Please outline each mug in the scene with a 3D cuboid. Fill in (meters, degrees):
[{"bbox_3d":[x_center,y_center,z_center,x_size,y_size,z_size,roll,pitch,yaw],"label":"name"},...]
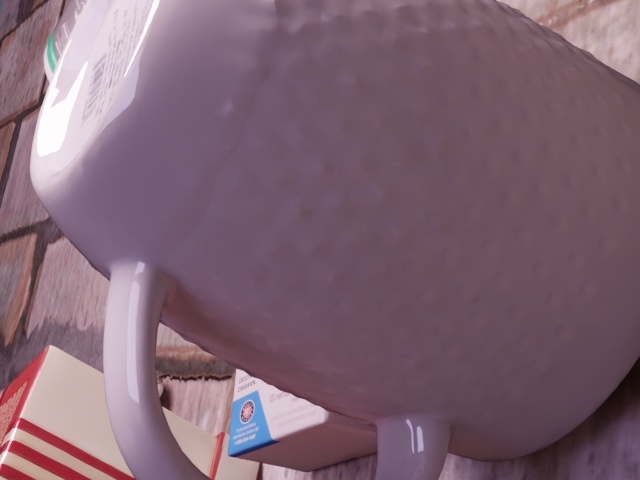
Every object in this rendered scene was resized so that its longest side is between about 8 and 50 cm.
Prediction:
[{"bbox_3d":[0.000,0.000,0.700,0.276,0.328,0.374,-25,47,53],"label":"mug"}]

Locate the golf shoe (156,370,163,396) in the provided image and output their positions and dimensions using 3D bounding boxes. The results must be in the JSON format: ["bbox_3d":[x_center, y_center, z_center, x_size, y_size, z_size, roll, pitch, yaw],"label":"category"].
[{"bbox_3d":[-0.220,0.200,1.306,0.186,0.067,0.086,-37,71,47],"label":"golf shoe"}]

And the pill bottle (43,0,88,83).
[{"bbox_3d":[-0.143,-0.290,1.286,0.361,0.204,0.204,-51,35,32],"label":"pill bottle"}]

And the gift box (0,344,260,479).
[{"bbox_3d":[-0.214,0.296,1.015,0.255,0.258,0.276,-39,27,43],"label":"gift box"}]

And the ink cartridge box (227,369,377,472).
[{"bbox_3d":[0.002,0.070,0.949,0.148,0.086,0.203,-31,49,51],"label":"ink cartridge box"}]
